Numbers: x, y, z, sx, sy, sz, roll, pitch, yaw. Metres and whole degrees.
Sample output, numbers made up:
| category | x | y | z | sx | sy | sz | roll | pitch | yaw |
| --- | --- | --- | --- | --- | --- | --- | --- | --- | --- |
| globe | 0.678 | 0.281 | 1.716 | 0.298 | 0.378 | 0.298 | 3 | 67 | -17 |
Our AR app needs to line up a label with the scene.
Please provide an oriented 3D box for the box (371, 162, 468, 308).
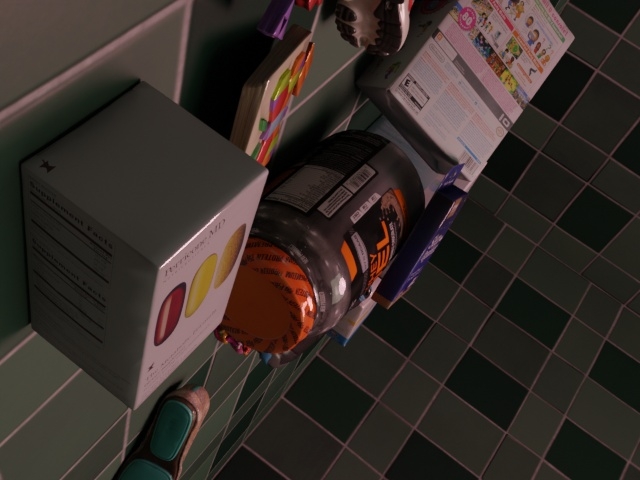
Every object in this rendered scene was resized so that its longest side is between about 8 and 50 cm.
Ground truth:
| category | x | y | z | sx | sy | sz | roll | pitch | yaw |
| --- | --- | --- | --- | --- | --- | --- | --- | --- | --- |
| box | 0.159 | -0.009 | 1.204 | 0.225 | 0.036 | 0.136 | -61 | 168 | 17 |

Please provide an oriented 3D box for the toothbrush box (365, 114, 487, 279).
| category | x | y | z | sx | sy | sz | roll | pitch | yaw |
| --- | --- | --- | --- | --- | --- | --- | --- | --- | --- |
| toothbrush box | 0.139 | -0.094 | 1.500 | 0.295 | 0.216 | 0.126 | -48 | 169 | -37 |

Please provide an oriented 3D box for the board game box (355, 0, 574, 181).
| category | x | y | z | sx | sy | sz | roll | pitch | yaw |
| --- | --- | --- | --- | --- | --- | --- | --- | --- | --- |
| board game box | 0.232 | -0.281 | 1.260 | 0.303 | 0.224 | 0.097 | -52 | -147 | -8 |

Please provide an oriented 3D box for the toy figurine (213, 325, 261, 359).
| category | x | y | z | sx | sy | sz | roll | pitch | yaw |
| --- | --- | --- | --- | --- | --- | --- | --- | --- | --- |
| toy figurine | -0.102 | 0.149 | 1.360 | 0.173 | 0.159 | 0.130 | -56 | 170 | 16 |

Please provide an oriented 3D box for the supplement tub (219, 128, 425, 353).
| category | x | y | z | sx | sy | sz | roll | pitch | yaw |
| --- | --- | --- | --- | --- | --- | --- | --- | --- | --- |
| supplement tub | -0.007 | -0.003 | 1.143 | 0.338 | 0.207 | 0.207 | -45 | 167 | -45 |

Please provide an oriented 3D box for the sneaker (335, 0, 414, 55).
| category | x | y | z | sx | sy | sz | roll | pitch | yaw |
| --- | --- | --- | --- | --- | --- | --- | --- | --- | --- |
| sneaker | 0.074 | -0.318 | 0.844 | 0.279 | 0.107 | 0.118 | 112 | -2 | -65 |

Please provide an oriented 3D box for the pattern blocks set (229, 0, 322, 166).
| category | x | y | z | sx | sy | sz | roll | pitch | yaw |
| --- | --- | --- | --- | --- | --- | --- | --- | --- | --- |
| pattern blocks set | -0.058 | -0.124 | 0.828 | 0.325 | 0.026 | 0.285 | 112 | 4 | -53 |

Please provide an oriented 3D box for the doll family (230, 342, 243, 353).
| category | x | y | z | sx | sy | sz | roll | pitch | yaw |
| --- | --- | --- | --- | --- | --- | --- | --- | --- | --- |
| doll family | -0.080 | 0.096 | 1.514 | 0.263 | 0.118 | 0.163 | -26 | 163 | -30 |

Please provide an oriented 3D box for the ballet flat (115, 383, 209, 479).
| category | x | y | z | sx | sy | sz | roll | pitch | yaw |
| --- | --- | --- | --- | --- | --- | --- | --- | --- | --- |
| ballet flat | -0.288 | 0.393 | 1.508 | 0.316 | 0.107 | 0.106 | -56 | 177 | 23 |

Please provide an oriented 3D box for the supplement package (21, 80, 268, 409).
| category | x | y | z | sx | sy | sz | roll | pitch | yaw |
| --- | --- | --- | --- | --- | --- | --- | --- | --- | --- |
| supplement package | -0.157 | 0.013 | 0.698 | 0.139 | 0.134 | 0.244 | -47 | 168 | -36 |

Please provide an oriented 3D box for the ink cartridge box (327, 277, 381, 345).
| category | x | y | z | sx | sy | sz | roll | pitch | yaw |
| --- | --- | --- | --- | --- | --- | --- | --- | --- | --- |
| ink cartridge box | 0.056 | 0.101 | 1.911 | 0.168 | 0.171 | 0.233 | -49 | 170 | -29 |

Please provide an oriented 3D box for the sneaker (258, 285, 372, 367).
| category | x | y | z | sx | sy | sz | roll | pitch | yaw |
| --- | --- | --- | --- | --- | --- | --- | --- | --- | --- |
| sneaker | -0.003 | 0.079 | 1.280 | 0.139 | 0.125 | 0.341 | -22 | -167 | 31 |
